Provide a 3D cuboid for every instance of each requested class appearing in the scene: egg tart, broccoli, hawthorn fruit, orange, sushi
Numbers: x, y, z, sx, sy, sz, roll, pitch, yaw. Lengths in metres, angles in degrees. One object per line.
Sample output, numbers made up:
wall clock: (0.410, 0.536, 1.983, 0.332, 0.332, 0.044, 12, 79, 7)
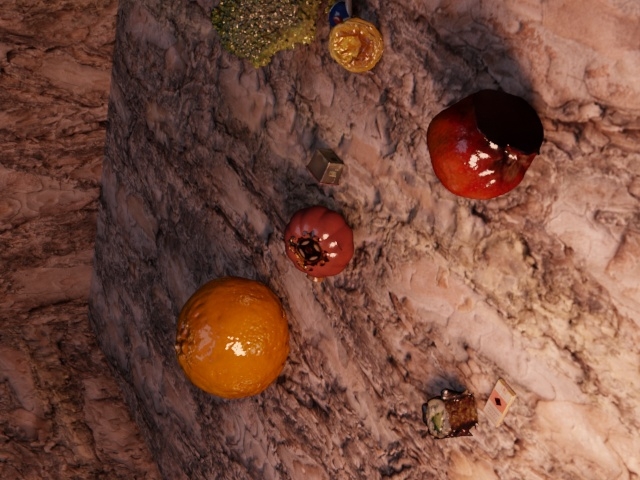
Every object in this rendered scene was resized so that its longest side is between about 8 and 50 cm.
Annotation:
egg tart: (0.082, -0.442, 1.766, 0.130, 0.052, 0.130, 12, 125, 17)
broccoli: (-0.126, -0.571, 1.954, 0.288, 0.260, 0.235, -27, 46, 10)
hawthorn fruit: (0.270, -0.171, 1.403, 0.251, 0.189, 0.190, -167, 76, -65)
orange: (-0.255, 0.268, 2.190, 0.340, 0.293, 0.341, 2, 93, 58)
sushi: (0.257, 0.341, 1.563, 0.094, 0.084, 0.098, -25, 67, 61)

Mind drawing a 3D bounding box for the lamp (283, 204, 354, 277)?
lamp: (0.000, 0.000, 1.898, 0.182, 0.140, 0.182, 13, 118, 26)

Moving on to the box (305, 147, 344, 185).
box: (0.013, -0.182, 1.932, 0.085, 0.060, 0.063, 53, 131, 44)

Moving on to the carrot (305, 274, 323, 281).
carrot: (-0.005, 0.033, 1.994, 0.048, 0.048, 0.139, 30, 117, 54)

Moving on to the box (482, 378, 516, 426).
box: (0.338, 0.307, 1.493, 0.046, 0.012, 0.083, 52, 135, 43)

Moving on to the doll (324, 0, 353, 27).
doll: (0.058, -0.506, 1.828, 0.143, 0.057, 0.099, 57, 137, 31)
